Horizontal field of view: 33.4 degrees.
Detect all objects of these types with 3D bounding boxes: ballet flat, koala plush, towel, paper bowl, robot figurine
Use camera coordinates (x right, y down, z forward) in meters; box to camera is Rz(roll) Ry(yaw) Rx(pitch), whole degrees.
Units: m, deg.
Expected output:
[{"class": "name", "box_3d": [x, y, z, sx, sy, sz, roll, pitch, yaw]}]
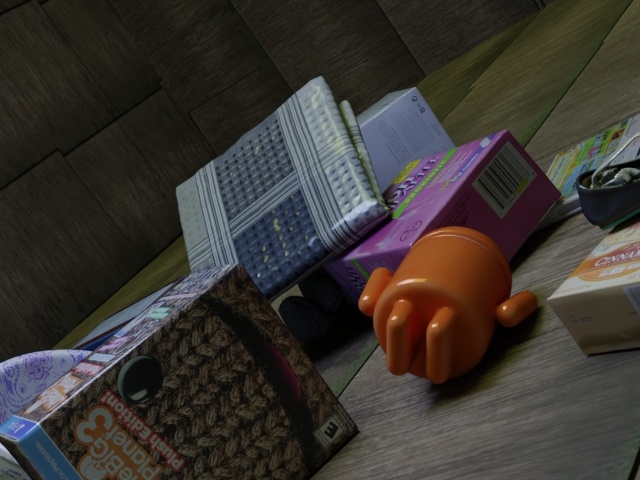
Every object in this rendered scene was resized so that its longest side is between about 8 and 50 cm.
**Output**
[{"class": "ballet flat", "box_3d": [0.321, -0.076, 0.971, 0.203, 0.074, 0.074, -28, 12, 35]}, {"class": "koala plush", "box_3d": [0.000, 0.000, 1.608, 0.196, 0.221, 0.203, -32, 10, 20]}, {"class": "towel", "box_3d": [-0.063, -0.053, 1.526, 0.312, 0.056, 0.324, -37, 43, 17]}, {"class": "paper bowl", "box_3d": [-0.300, 0.267, 1.331, 0.284, 0.284, 0.148, -62, -13, -69]}, {"class": "robot figurine", "box_3d": [0.136, 0.066, 1.150, 0.158, 0.128, 0.219, -31, 11, 33]}]

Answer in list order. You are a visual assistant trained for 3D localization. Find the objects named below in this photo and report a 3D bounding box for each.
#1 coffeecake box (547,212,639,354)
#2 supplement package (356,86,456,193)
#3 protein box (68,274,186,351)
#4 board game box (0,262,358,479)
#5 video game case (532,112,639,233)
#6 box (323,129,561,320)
[{"class": "coffeecake box", "box_3d": [0.317, 0.015, 0.958, 0.185, 0.068, 0.142, -41, 11, -31]}, {"class": "supplement package", "box_3d": [0.093, -0.109, 1.871, 0.263, 0.199, 0.198, -36, 10, -6]}, {"class": "protein box", "box_3d": [-0.236, 0.193, 1.539, 0.201, 0.200, 0.136, -27, 12, 40]}, {"class": "board game box", "box_3d": [-0.151, 0.203, 1.139, 0.291, 0.232, 0.141, -40, 12, -24]}, {"class": "video game case", "box_3d": [0.382, -0.104, 1.419, 0.206, 0.026, 0.227, -28, 13, 35]}, {"class": "box", "box_3d": [0.153, -0.013, 1.401, 0.213, 0.117, 0.243, -48, 14, -22]}]
